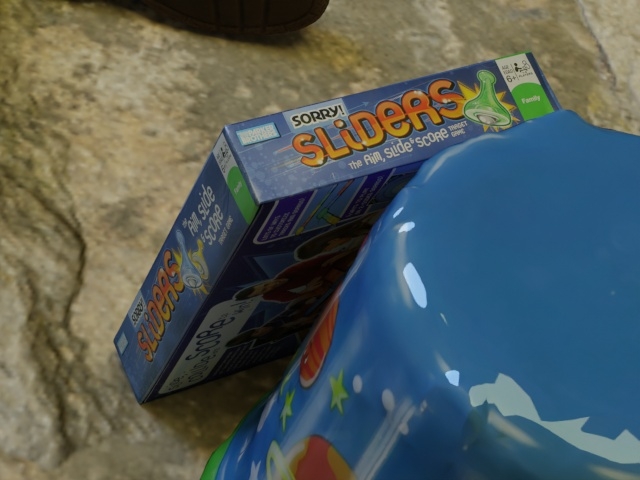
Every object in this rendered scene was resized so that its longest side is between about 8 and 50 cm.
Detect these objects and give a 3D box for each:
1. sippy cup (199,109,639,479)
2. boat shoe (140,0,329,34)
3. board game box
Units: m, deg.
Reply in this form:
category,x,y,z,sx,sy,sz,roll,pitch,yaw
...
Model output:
category,x,y,z,sx,sy,sz,roll,pitch,yaw
sippy cup,0.080,0.082,0.636,0.240,0.224,0.305,16,48,-2
boat shoe,-0.084,-0.166,0.908,0.190,0.068,0.072,14,37,-3
board game box,0.000,0.000,0.697,0.136,0.201,0.035,-16,71,-26
